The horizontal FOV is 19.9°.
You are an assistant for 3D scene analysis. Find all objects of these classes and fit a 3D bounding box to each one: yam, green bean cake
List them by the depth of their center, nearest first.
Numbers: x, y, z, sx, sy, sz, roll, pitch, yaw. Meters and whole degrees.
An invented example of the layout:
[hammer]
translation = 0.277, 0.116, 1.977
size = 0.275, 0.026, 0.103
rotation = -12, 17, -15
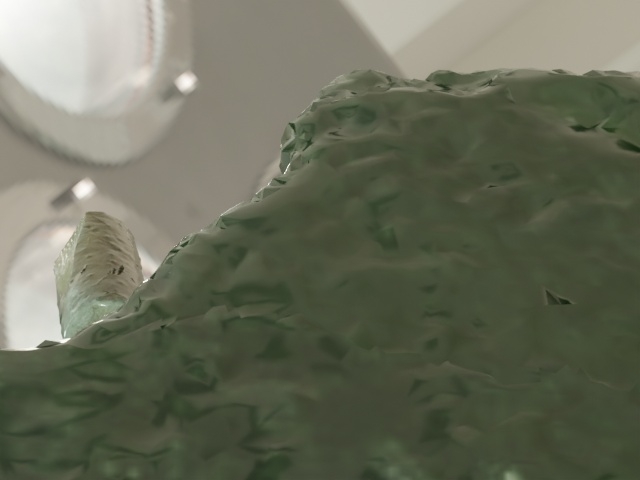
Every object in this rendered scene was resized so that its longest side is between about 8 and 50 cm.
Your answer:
[green bean cake]
translation = 0.006, 0.093, 0.492
size = 0.308, 0.300, 0.169
rotation = -87, -2, -50
[yam]
translation = -0.155, 0.037, 1.300
size = 0.068, 0.068, 0.169
rotation = 42, -171, -26
